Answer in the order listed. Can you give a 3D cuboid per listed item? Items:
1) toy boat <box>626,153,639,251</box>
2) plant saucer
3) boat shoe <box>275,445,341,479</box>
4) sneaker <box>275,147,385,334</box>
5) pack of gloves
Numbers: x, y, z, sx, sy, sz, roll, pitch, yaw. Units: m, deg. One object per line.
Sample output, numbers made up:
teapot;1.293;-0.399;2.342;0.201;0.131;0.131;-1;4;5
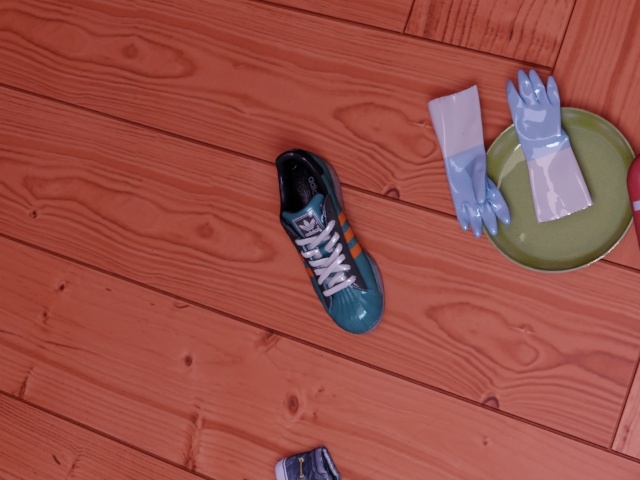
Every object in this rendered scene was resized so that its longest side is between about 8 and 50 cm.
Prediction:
toy boat;0.496;-0.030;1.839;0.151;0.151;0.231;-11;81;6
plant saucer;0.342;-0.070;1.994;0.241;0.037;0.241;-4;80;24
boat shoe;-0.004;0.398;2.051;0.083;0.065;0.183;-25;71;20
sneaker;0.000;0.000;2.089;0.108;0.121;0.302;-28;71;18
pack of gloves;0.263;-0.129;1.995;0.195;0.046;0.232;-20;73;21
